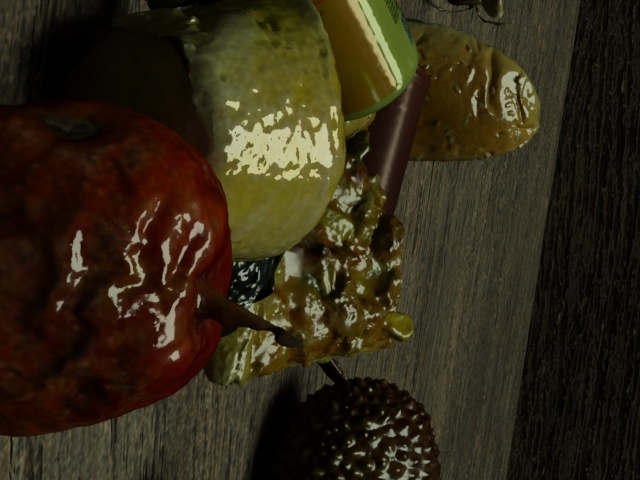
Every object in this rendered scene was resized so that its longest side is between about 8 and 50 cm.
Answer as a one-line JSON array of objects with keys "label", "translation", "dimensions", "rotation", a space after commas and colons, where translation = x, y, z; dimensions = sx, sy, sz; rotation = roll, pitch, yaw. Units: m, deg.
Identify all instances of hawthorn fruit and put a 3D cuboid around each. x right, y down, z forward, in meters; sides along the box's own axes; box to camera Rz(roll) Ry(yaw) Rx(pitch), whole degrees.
[{"label": "hawthorn fruit", "translation": [-0.121, 0.018, 0.994], "dimensions": [0.207, 0.243, 0.207], "rotation": [14, 90, -74]}]

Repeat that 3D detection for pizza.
[{"label": "pizza", "translation": [-0.023, -0.008, 1.588], "dimensions": [0.268, 0.087, 0.258], "rotation": [-9, 89, -48]}]

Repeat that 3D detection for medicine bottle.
[{"label": "medicine bottle", "translation": [-0.013, -0.211, 1.371], "dimensions": [0.239, 0.124, 0.124], "rotation": [60, 41, -41]}]

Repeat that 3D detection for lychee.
[{"label": "lychee", "translation": [0.043, 0.244, 1.893], "dimensions": [0.238, 0.200, 0.200], "rotation": [-15, 118, -50]}]

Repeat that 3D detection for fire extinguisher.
[{"label": "fire extinguisher", "translation": [0.037, -0.020, 1.782], "dimensions": [0.147, 0.106, 0.337], "rotation": [27, 72, -40]}]

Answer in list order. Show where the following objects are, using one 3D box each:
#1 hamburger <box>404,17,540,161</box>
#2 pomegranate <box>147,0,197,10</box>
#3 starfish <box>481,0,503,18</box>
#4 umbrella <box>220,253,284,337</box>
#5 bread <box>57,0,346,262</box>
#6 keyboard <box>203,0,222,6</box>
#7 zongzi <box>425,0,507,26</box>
[{"label": "hamburger", "translation": [0.142, -0.162, 1.912], "dimensions": [0.155, 0.207, 0.135], "rotation": [92, 14, -48]}, {"label": "pomegranate", "translation": [-0.044, -0.267, 1.166], "dimensions": [0.159, 0.189, 0.241], "rotation": [-61, 157, -55]}, {"label": "starfish", "translation": [0.144, -0.431, 1.587], "dimensions": [0.132, 0.398, 0.384], "rotation": [-7, 119, -45]}, {"label": "umbrella", "translation": [-0.067, -0.057, 1.397], "dimensions": [0.337, 0.128, 0.154], "rotation": [-69, 178, -49]}, {"label": "bread", "translation": [-0.078, -0.079, 1.164], "dimensions": [0.170, 0.197, 0.197], "rotation": [-1, 104, -48]}, {"label": "keyboard", "translation": [-0.071, -0.163, 1.487], "dimensions": [0.195, 0.018, 0.060], "rotation": [77, 31, -57]}, {"label": "zongzi", "translation": [0.177, -0.412, 2.107], "dimensions": [0.241, 0.111, 0.248], "rotation": [19, 89, -57]}]
